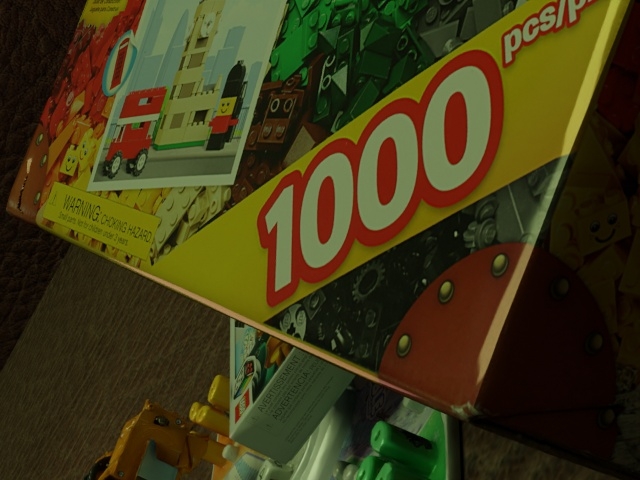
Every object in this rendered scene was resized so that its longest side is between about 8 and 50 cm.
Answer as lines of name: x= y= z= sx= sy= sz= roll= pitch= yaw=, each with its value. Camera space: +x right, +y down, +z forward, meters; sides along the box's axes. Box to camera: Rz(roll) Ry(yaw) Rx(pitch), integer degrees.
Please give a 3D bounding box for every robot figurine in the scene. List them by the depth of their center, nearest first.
robot figurine: x=-0.182 y=0.284 z=1.098 sx=0.211 sy=0.085 sz=0.291 roll=-50 pitch=19 yaw=55

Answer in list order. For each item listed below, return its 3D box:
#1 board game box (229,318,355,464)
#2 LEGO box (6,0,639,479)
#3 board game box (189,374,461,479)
board game box: x=0.000 y=0.000 z=1.022 sx=0.193 sy=0.053 sz=0.305 roll=-55 pitch=19 yaw=22
LEGO box: x=0.063 y=-0.120 z=0.690 sx=0.500 sy=0.193 sz=0.372 roll=16 pitch=85 yaw=59
board game box: x=-0.023 y=0.161 z=1.047 sx=0.390 sy=0.050 sz=0.390 roll=-54 pitch=19 yaw=34
